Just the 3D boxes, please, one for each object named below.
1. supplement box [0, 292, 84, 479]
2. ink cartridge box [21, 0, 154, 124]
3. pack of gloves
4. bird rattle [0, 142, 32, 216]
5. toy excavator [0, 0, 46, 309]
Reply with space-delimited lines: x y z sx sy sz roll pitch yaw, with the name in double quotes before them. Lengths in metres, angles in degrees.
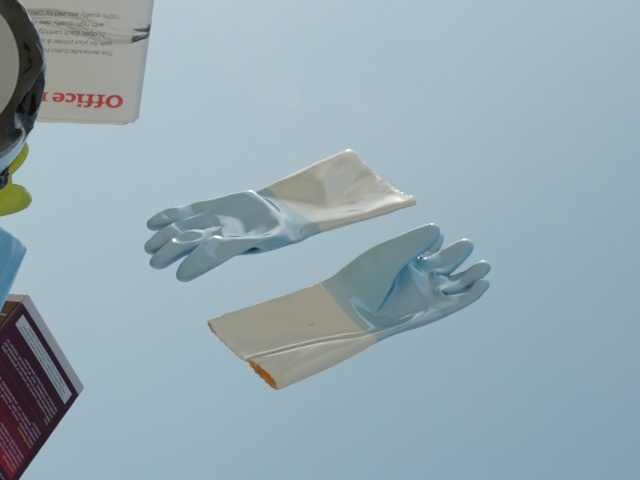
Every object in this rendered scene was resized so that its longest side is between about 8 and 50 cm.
"supplement box" -0.328 0.174 1.798 0.073 0.130 0.239 2 -137 34
"ink cartridge box" -0.238 -0.231 1.748 0.100 0.172 0.237 -109 -155 -53
"pack of gloves" 0.000 0.000 1.420 0.195 0.232 0.046 41 -44 33
"bird rattle" -0.374 -0.088 1.636 0.143 0.253 0.207 34 -59 42
"toy excavator" -0.267 0.086 0.986 0.445 0.433 0.222 -66 -170 -14
